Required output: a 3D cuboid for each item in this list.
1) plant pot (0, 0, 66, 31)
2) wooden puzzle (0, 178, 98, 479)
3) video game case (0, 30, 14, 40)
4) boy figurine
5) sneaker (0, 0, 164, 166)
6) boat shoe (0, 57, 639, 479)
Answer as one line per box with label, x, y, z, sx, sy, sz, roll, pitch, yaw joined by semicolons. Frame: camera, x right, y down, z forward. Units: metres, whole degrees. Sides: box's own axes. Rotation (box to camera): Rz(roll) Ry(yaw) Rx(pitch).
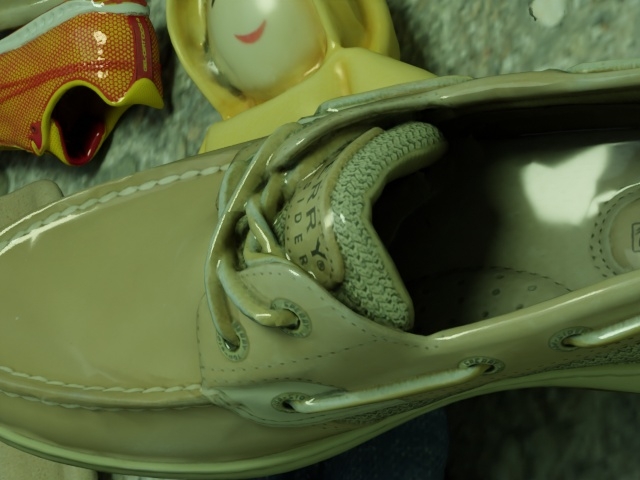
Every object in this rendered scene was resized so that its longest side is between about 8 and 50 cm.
plant pot;-0.197;-0.316;0.852;0.334;0.334;0.305;-51;30;23
wooden puzzle;-0.256;0.153;0.781;0.348;0.080;0.322;-14;58;5
video game case;-0.243;-0.063;0.998;0.193;0.023;0.212;0;74;51
boy figurine;0.000;0.000;0.619;0.177;0.092;0.285;-24;61;44
sneaker;-0.139;-0.063;0.843;0.175;0.064;0.067;-20;74;50
boat shoe;0.014;0.001;0.499;0.302;0.098;0.109;-7;65;21
